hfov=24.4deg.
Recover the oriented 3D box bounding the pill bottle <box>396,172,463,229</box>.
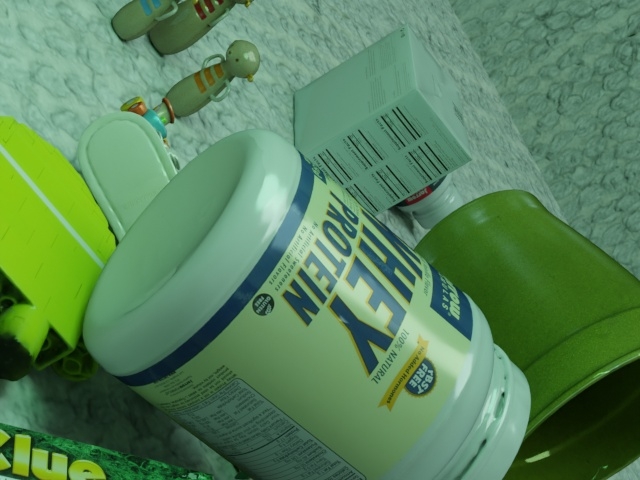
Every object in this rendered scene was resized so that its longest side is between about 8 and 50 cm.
[{"bbox_3d":[0.143,-0.108,2.324,0.180,0.108,0.108,50,21,-23],"label":"pill bottle"}]

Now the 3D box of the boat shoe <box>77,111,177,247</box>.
[{"bbox_3d":[-0.145,0.026,1.402,0.091,0.109,0.305,83,-15,-71],"label":"boat shoe"}]

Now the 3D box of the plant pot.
[{"bbox_3d":[0.299,0.127,2.063,0.366,0.366,0.353,29,24,-56],"label":"plant pot"}]

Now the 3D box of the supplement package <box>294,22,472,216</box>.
[{"bbox_3d":[0.086,-0.164,2.119,0.149,0.203,0.194,49,22,-29],"label":"supplement package"}]

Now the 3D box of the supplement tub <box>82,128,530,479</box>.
[{"bbox_3d":[-0.006,0.089,1.234,0.325,0.235,0.235,40,25,-21],"label":"supplement tub"}]

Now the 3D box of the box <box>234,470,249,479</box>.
[{"bbox_3d":[-0.024,0.181,1.475,0.043,0.105,0.179,53,19,6],"label":"box"}]

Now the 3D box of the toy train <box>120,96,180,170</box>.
[{"bbox_3d":[-0.156,-0.088,1.543,0.125,0.046,0.166,49,-16,17],"label":"toy train"}]

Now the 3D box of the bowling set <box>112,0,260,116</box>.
[{"bbox_3d":[-0.175,-0.308,1.752,0.200,0.154,0.287,36,29,-50],"label":"bowling set"}]

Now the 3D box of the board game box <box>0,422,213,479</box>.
[{"bbox_3d":[-0.192,0.184,0.986,0.260,0.030,0.136,17,34,-21],"label":"board game box"}]

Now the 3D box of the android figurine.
[{"bbox_3d":[-0.256,-0.002,1.244,0.248,0.056,0.273,51,21,-22],"label":"android figurine"}]
